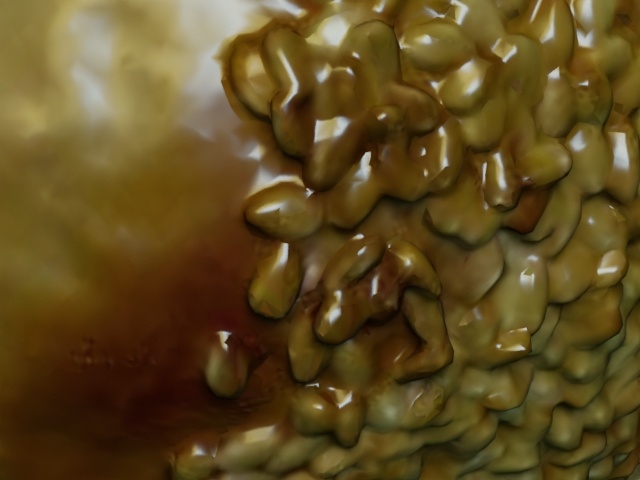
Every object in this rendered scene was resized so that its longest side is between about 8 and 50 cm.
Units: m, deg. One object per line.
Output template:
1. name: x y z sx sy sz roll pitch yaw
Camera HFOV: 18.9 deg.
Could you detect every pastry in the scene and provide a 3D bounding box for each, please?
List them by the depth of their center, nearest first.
1. pastry: 0.000 0.000 0.712 0.409 0.409 0.245 -32 56 -11

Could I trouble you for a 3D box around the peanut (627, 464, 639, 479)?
1. peanut: 0.145 0.115 0.845 0.113 0.054 0.054 -36 70 -10
